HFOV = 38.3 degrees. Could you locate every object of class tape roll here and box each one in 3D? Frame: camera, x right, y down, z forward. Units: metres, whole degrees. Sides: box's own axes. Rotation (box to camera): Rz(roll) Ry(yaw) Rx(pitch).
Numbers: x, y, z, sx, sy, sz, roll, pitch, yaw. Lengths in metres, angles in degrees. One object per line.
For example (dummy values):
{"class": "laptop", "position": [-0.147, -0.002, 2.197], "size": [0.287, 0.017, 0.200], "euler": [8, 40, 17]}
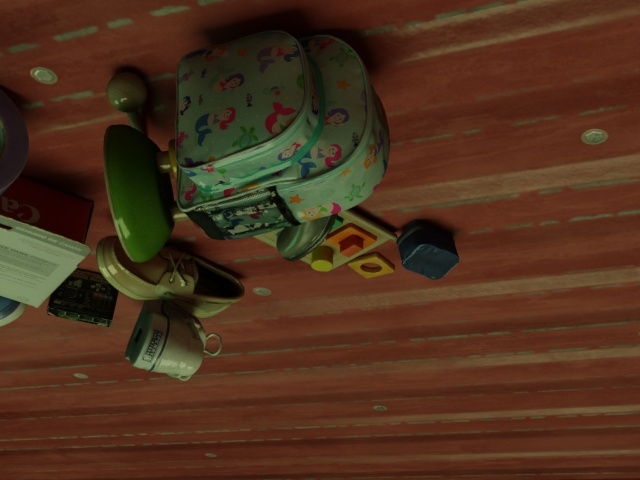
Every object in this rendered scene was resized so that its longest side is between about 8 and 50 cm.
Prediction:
{"class": "tape roll", "position": [-0.494, -0.130, 1.227], "size": [0.189, 0.189, 0.080], "euler": [25, 146, -31]}

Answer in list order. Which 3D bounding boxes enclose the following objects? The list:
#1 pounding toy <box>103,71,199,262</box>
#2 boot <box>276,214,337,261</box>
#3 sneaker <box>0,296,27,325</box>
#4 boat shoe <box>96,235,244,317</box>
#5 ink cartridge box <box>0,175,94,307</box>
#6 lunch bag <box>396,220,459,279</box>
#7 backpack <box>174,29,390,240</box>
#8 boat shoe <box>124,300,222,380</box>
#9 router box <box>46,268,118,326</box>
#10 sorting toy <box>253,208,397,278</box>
{"class": "pounding toy", "position": [-0.208, -0.092, 1.214], "size": [0.110, 0.237, 0.183], "euler": [-9, 153, 1]}
{"class": "boot", "position": [-0.039, -0.084, 1.322], "size": [0.161, 0.083, 0.246], "euler": [24, 128, -23]}
{"class": "sneaker", "position": [-0.714, 0.057, 1.662], "size": [0.322, 0.130, 0.236], "euler": [11, 155, 2]}
{"class": "boat shoe", "position": [-0.257, 0.056, 1.610], "size": [0.098, 0.109, 0.302], "euler": [-21, 147, 31]}
{"class": "ink cartridge box", "position": [-0.538, -0.036, 1.465], "size": [0.309, 0.130, 0.272], "euler": [22, 145, -28]}
{"class": "lunch bag", "position": [0.176, 0.014, 1.489], "size": [0.098, 0.065, 0.067], "euler": [22, 128, -30]}
{"class": "backpack", "position": [-0.050, -0.134, 1.105], "size": [0.253, 0.225, 0.191], "euler": [-9, 151, 11]}
{"class": "boat shoe", "position": [-0.263, 0.185, 1.698], "size": [0.156, 0.136, 0.367], "euler": [23, 174, -14]}
{"class": "router box", "position": [-0.447, 0.105, 1.740], "size": [0.122, 0.092, 0.038], "euler": [14, 151, -12]}
{"class": "sorting toy", "position": [0.000, 0.000, 1.514], "size": [0.347, 0.047, 0.196], "euler": [27, 145, -33]}
